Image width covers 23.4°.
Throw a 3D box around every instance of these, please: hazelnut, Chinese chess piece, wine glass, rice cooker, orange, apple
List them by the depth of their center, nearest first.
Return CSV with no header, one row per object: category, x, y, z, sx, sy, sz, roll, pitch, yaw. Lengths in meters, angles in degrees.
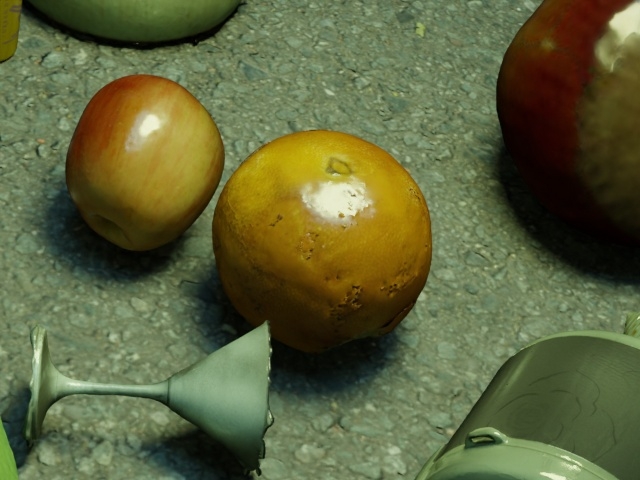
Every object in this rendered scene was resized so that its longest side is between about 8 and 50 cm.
rice cooker,0.236,0.254,1.410,0.288,0.288,0.277,29,44,12
wine glass,-0.165,0.145,1.493,0.232,0.156,0.156,4,44,-7
orange,0.000,0.000,1.640,0.240,0.240,0.240,9,43,-9
apple,-0.194,-0.079,1.690,0.199,0.199,0.199,9,43,-9
hazelnut,0.415,-0.176,1.865,0.409,0.359,0.359,3,44,-21
Chinese chess piece,-0.249,-0.405,2.033,0.349,0.146,0.349,9,43,-8

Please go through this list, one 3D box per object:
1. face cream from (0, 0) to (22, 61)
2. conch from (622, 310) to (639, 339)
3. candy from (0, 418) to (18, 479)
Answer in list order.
face cream,-0.384,-0.337,1.821,0.078,0.273,0.078,9,43,-9
conch,0.391,0.141,1.703,0.135,0.102,0.153,-23,88,-48
candy,-0.369,0.174,1.414,0.142,0.132,0.343,36,22,-51
